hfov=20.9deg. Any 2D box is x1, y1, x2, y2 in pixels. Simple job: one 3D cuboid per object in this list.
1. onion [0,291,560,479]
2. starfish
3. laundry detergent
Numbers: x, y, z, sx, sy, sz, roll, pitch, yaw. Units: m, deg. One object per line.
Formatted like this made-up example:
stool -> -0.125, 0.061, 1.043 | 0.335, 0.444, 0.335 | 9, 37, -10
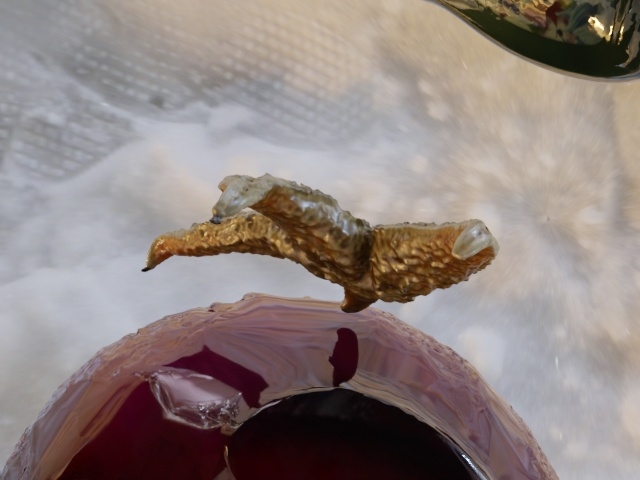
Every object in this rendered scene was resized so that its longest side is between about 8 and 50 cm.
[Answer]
onion -> -0.028, 0.211, 1.097 | 0.399, 0.420, 0.398 | -1, 103, -4
starfish -> -0.001, -0.002, 0.856 | 0.138, 0.247, 0.050 | 13, 77, -12
laundry detergent -> 0.095, -0.176, 0.894 | 0.222, 0.078, 0.144 | 28, 115, 26
